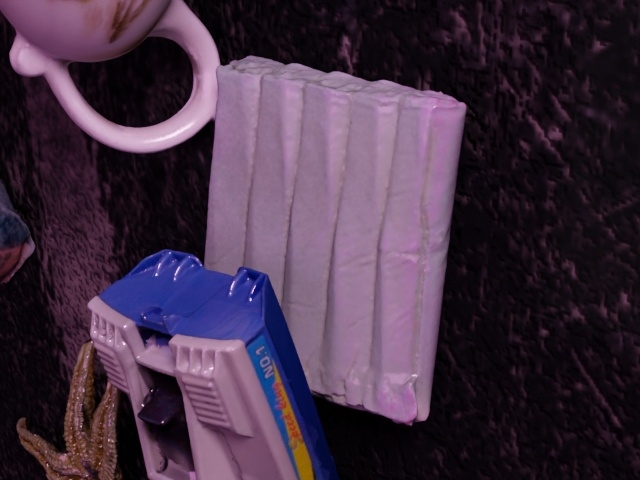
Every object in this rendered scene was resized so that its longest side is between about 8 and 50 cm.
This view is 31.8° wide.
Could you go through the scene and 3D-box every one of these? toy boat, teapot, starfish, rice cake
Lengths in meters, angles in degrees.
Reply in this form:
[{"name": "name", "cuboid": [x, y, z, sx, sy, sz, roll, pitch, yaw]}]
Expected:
[{"name": "toy boat", "cuboid": [-0.045, 0.154, 0.688, 0.129, 0.088, 0.295, 12, 131, 39]}, {"name": "teapot", "cuboid": [-0.126, -0.195, 0.640, 0.204, 0.139, 0.298, -138, 45, -58]}, {"name": "starfish", "cuboid": [-0.180, 0.183, 0.859, 0.217, 0.050, 0.223, 29, 109, 38]}, {"name": "rice cake", "cuboid": [0.000, 0.000, 0.651, 0.189, 0.037, 0.198, 15, 113, 38]}]

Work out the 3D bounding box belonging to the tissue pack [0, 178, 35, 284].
[{"name": "tissue pack", "cuboid": [-0.393, -0.040, 0.795, 0.103, 0.315, 0.228, -41, 74, 39]}]
